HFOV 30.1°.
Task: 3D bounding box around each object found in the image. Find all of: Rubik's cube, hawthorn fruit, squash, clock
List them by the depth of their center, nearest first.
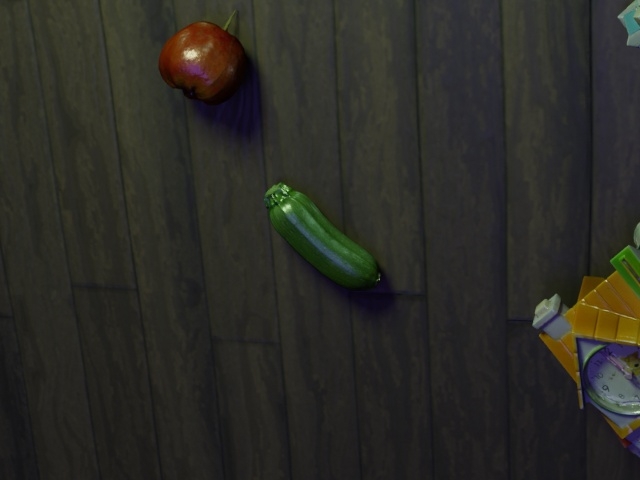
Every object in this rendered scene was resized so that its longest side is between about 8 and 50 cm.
[{"bbox_3d":[0.433,-0.292,1.546,0.084,0.075,0.073,6,132,-1],"label":"Rubik's cube"},{"bbox_3d":[0.455,0.164,1.658,0.309,0.166,0.235,40,124,-5],"label":"clock"},{"bbox_3d":[-0.166,-0.260,1.720,0.125,0.125,0.140,35,118,1],"label":"hawthorn fruit"},{"bbox_3d":[0.000,0.000,1.801,0.219,0.068,0.077,44,125,-4],"label":"squash"}]

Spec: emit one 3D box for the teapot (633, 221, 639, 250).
[{"bbox_3d":[0.477,0.001,1.658,0.083,0.064,0.064,-11,108,21],"label":"teapot"}]
